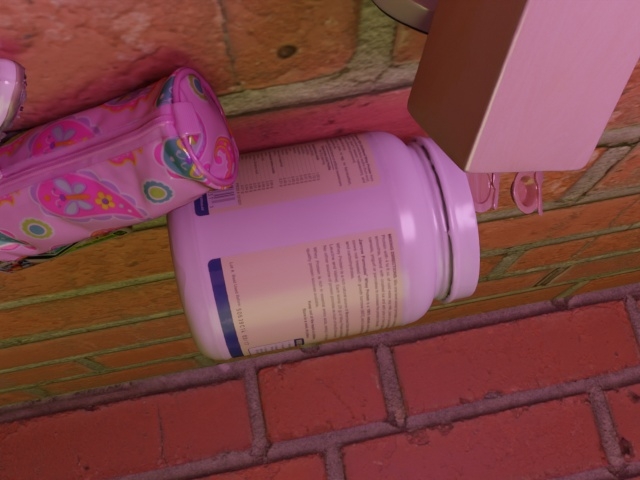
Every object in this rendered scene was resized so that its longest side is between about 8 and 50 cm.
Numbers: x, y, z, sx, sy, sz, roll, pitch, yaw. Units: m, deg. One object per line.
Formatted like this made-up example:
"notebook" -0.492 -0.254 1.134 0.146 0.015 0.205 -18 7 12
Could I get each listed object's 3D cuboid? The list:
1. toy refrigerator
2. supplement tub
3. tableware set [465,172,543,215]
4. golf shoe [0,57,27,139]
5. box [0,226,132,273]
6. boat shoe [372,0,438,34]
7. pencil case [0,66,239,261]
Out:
"toy refrigerator" 0.144 -0.178 0.410 0.102 0.094 0.269 -4 130 -23
"supplement tub" 0.000 0.000 0.832 0.325 0.235 0.235 -10 163 -4
"tableware set" 0.222 -0.100 0.836 0.169 0.141 0.020 5 176 -40
"golf shoe" -0.323 -0.104 0.572 0.186 0.067 0.086 -18 160 22
"box" -0.361 -0.010 0.898 0.207 0.036 0.114 -17 162 18
"boat shoe" 0.148 -0.185 0.579 0.301 0.108 0.102 -9 163 -33
"pencil case" -0.222 -0.066 0.672 0.284 0.124 0.124 -15 163 17
